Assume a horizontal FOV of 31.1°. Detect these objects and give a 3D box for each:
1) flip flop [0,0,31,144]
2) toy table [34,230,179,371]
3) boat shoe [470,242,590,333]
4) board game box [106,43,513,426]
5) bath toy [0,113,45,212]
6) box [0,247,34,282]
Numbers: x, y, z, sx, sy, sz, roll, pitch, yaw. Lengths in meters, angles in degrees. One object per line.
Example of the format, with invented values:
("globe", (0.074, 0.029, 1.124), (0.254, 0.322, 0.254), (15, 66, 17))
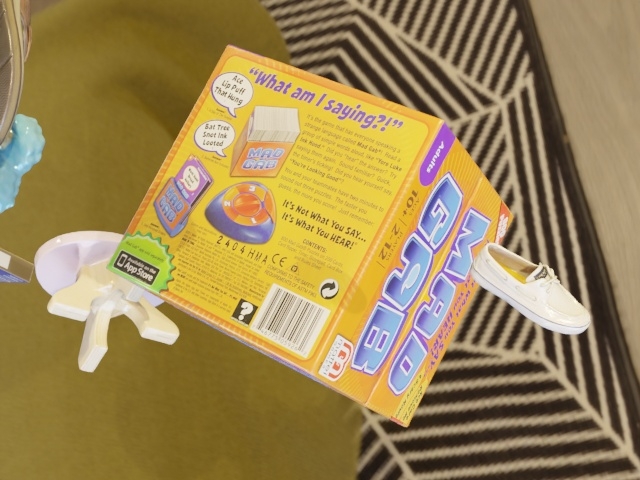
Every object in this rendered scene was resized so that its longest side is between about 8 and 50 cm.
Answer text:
("flip flop", (-0.322, -0.207, 1.107), (0.112, 0.080, 0.277), (-16, 68, 19))
("toy table", (-0.383, 0.101, 2.109), (0.252, 0.274, 0.161), (-65, 32, 32))
("boat shoe", (0.163, 0.034, 0.873), (0.100, 0.035, 0.035), (33, 46, 11))
("board game box", (0.000, 0.000, 1.620), (0.356, 0.356, 0.356), (24, 83, 30))
("bath toy", (-0.394, -0.132, 1.147), (0.129, 0.348, 0.151), (-23, 75, 3))
("box", (-0.550, 0.027, 1.682), (0.225, 0.136, 0.036), (-3, 68, 30))
